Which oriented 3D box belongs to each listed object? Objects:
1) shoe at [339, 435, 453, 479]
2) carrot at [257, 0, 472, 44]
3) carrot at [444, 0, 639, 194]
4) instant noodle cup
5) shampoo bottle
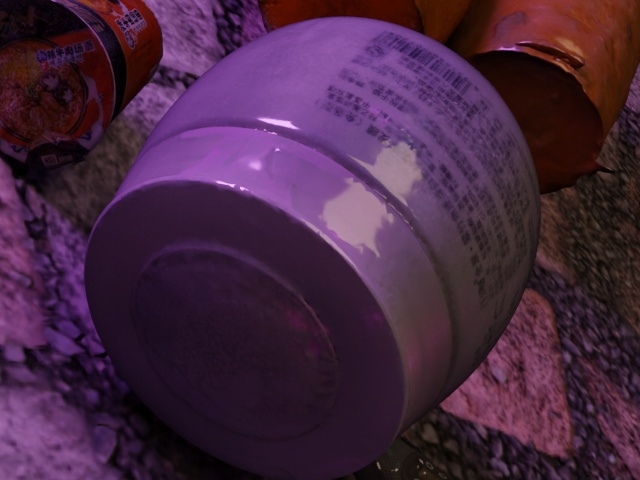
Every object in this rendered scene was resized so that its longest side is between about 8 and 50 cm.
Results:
[{"bbox_3d":[0.092,0.200,0.932,0.194,0.077,0.074,52,35,3],"label":"shoe"},{"bbox_3d":[0.056,-0.267,1.236,0.193,0.214,0.331,58,37,-19],"label":"carrot"},{"bbox_3d":[0.237,-0.209,1.361,0.224,0.224,0.341,40,44,-14],"label":"carrot"},{"bbox_3d":[-0.179,-0.133,0.920,0.127,0.127,0.136,47,27,-5],"label":"instant noodle cup"},{"bbox_3d":[0.000,0.000,0.851,0.273,0.273,0.266,47,45,-4],"label":"shampoo bottle"}]
